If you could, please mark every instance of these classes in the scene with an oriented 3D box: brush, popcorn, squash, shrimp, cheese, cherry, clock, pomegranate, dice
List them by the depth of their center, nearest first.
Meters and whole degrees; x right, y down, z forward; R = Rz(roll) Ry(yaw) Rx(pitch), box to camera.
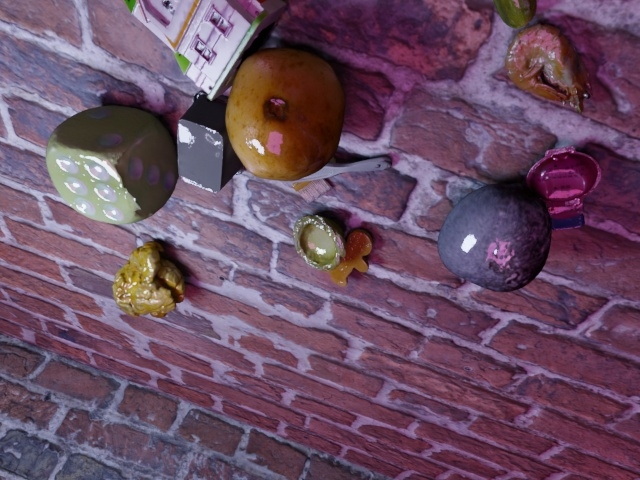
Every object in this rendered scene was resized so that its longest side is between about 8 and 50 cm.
[{"bbox_3d":[0.315,-0.481,0.760,0.066,0.066,0.229,-24,119,36],"label":"squash"},{"bbox_3d":[0.456,-0.332,0.859,0.217,0.051,0.115,39,139,-18],"label":"shrimp"},{"bbox_3d":[-0.260,-0.496,0.882,0.309,0.166,0.235,40,133,-14],"label":"clock"},{"bbox_3d":[-0.079,-0.268,0.946,0.306,0.307,0.308,11,135,11],"label":"pomegranate"},{"bbox_3d":[0.570,-0.118,1.010,0.155,0.062,0.244,-8,131,29],"label":"cheese"},{"bbox_3d":[0.425,-0.001,1.063,0.255,0.218,0.297,33,131,30],"label":"cherry"},{"bbox_3d":[0.039,-0.204,1.139,0.296,0.060,0.068,-5,157,10],"label":"brush"},{"bbox_3d":[-0.091,-0.217,1.198,0.272,0.013,0.103,43,131,-20],"label":"brush"},{"bbox_3d":[-0.568,-0.214,1.210,0.254,0.250,0.252,11,135,10],"label":"dice"},{"bbox_3d":[-0.640,0.161,1.626,0.264,0.225,0.332,27,124,2],"label":"popcorn"}]

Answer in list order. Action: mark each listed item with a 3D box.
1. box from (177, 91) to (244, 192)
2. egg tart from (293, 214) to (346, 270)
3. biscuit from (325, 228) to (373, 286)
[{"bbox_3d":[-0.293,-0.253,1.152,0.163,0.135,0.243,21,136,1],"label":"box"},{"bbox_3d":[0.000,0.000,1.307,0.197,0.078,0.197,16,125,24],"label":"egg tart"},{"bbox_3d":[0.082,0.046,1.361,0.158,0.035,0.240,42,130,-4],"label":"biscuit"}]
